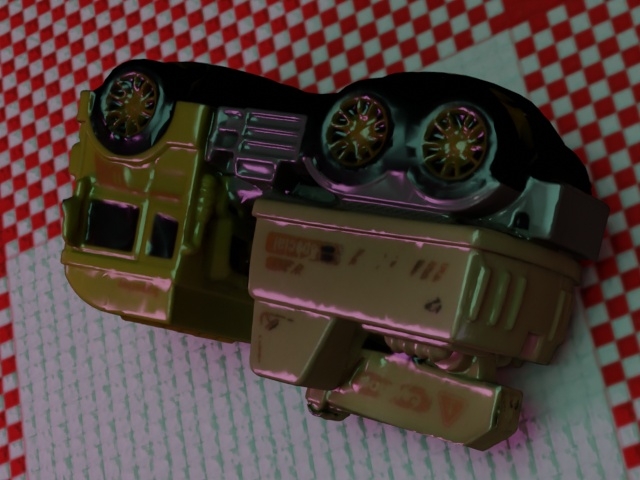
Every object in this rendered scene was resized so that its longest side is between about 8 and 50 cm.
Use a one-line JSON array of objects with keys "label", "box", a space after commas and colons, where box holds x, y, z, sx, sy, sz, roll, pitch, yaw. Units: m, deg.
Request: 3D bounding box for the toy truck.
[{"label": "toy truck", "box": [0.000, 0.000, 1.348, 0.405, 0.180, 0.254, 10, 83, 31]}]
